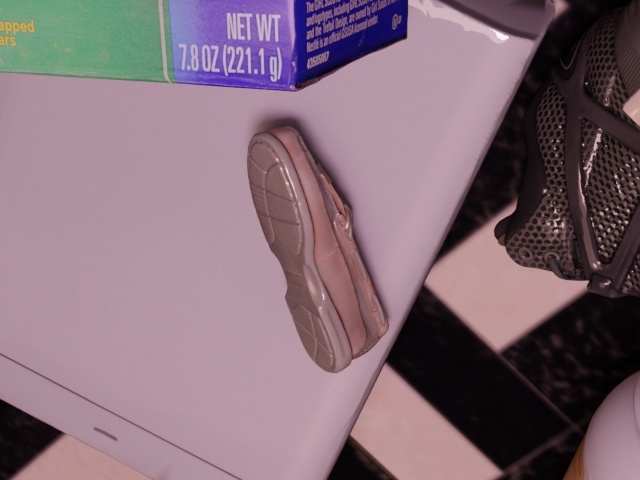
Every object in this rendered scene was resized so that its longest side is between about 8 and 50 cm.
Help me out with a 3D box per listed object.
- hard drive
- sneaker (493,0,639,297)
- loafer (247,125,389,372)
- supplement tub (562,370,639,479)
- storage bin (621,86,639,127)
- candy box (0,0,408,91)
[{"bbox_3d":[-0.058,-0.021,0.956,0.233,0.047,0.353,27,129,5],"label":"hard drive"},{"bbox_3d":[0.161,0.012,0.833,0.130,0.087,0.227,-33,85,45],"label":"sneaker"},{"bbox_3d":[0.000,0.000,0.895,0.045,0.039,0.125,24,136,52],"label":"loafer"},{"bbox_3d":[0.175,0.146,0.900,0.144,0.144,0.199,25,130,7],"label":"supplement tub"},{"bbox_3d":[0.288,-0.032,0.651,0.260,0.123,0.262,-45,108,4],"label":"storage bin"},{"bbox_3d":[-0.109,-0.228,0.742,0.268,0.122,0.317,5,108,22],"label":"candy box"}]
